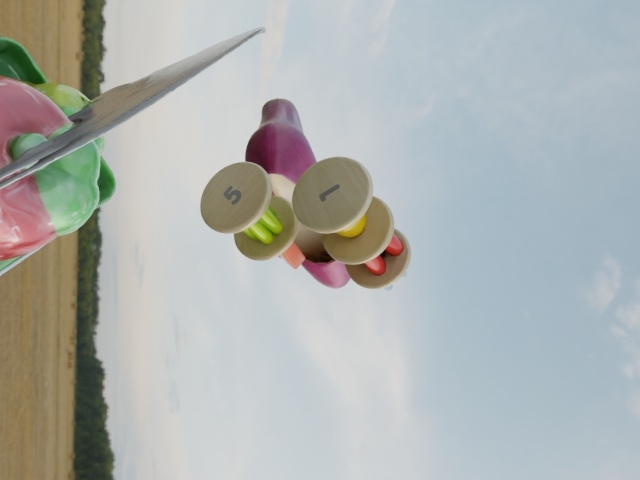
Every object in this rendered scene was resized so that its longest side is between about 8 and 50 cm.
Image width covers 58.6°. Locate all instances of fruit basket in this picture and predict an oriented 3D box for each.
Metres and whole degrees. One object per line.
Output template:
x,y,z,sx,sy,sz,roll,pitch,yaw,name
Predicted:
-0.239,-0.025,0.382,0.353,0.327,0.165,9,-47,45,fruit basket

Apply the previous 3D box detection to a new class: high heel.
-0.011,-0.012,0.564,0.117,0.082,0.244,-90,170,-49,high heel

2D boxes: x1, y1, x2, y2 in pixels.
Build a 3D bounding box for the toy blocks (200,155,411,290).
0.000,0.000,0.422,0.148,0.123,0.054,49,46,-57,toy blocks
